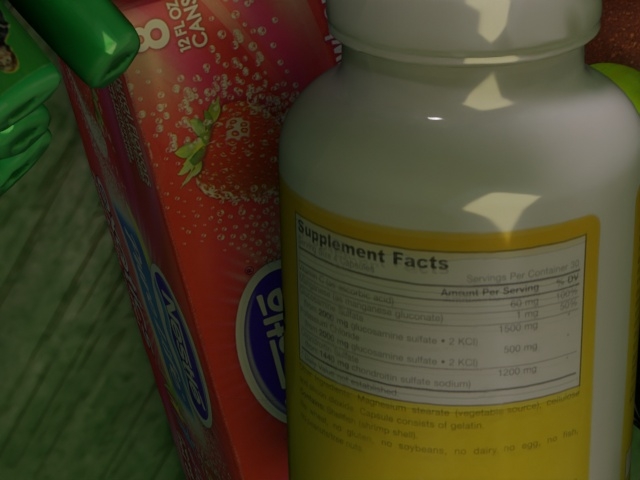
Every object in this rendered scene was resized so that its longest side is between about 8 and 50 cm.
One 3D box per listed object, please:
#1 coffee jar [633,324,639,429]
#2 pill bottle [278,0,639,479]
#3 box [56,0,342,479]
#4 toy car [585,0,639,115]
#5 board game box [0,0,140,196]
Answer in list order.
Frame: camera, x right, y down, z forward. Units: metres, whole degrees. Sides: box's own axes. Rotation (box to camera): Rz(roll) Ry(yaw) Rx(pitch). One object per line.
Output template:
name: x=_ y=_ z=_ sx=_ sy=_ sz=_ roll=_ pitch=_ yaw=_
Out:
coffee jar: x=0.139 y=0.036 z=0.689 sx=0.079 sy=0.184 sz=0.096 roll=-38 pitch=121 yaw=-4
pill bottle: x=0.040 y=0.006 z=0.536 sx=0.103 sy=0.103 sz=0.184 roll=-10 pitch=115 yaw=-19
box: x=0.000 y=0.000 z=0.651 sx=0.128 sy=0.122 sz=0.257 roll=-20 pitch=119 yaw=-13
toy car: x=0.129 y=-0.123 z=0.648 sx=0.155 sy=0.149 sz=0.188 roll=-30 pitch=99 yaw=-54
board game box: x=-0.244 y=0.093 z=0.394 sx=0.050 sy=0.390 sz=0.390 roll=49 pitch=117 yaw=3
